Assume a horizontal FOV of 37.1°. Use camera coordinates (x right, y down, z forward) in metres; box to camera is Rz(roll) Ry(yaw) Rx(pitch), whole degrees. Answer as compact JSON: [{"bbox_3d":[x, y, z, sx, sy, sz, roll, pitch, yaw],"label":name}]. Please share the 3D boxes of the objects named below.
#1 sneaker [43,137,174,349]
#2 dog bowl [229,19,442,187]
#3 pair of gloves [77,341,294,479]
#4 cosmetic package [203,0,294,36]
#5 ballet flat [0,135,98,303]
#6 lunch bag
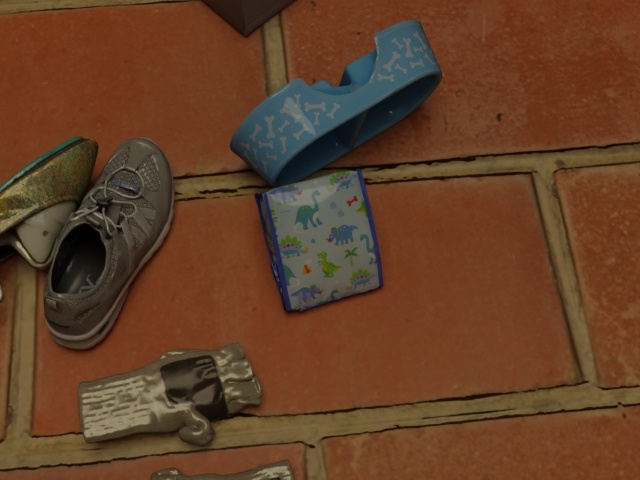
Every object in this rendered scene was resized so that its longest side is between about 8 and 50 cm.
[{"bbox_3d":[-0.249,-0.013,1.141,0.105,0.115,0.281,12,63,5],"label":"sneaker"},{"bbox_3d":[0.028,-0.166,1.208,0.297,0.166,0.074,-31,79,-16],"label":"dog bowl"},{"bbox_3d":[-0.146,0.235,1.057,0.204,0.042,0.240,-18,66,-14],"label":"pair of gloves"},{"bbox_3d":[-0.143,-0.418,1.365,0.127,0.107,0.238,-39,72,-19],"label":"cosmetic package"},{"bbox_3d":[-0.387,0.011,1.131,0.348,0.123,0.123,-36,69,-20],"label":"ballet flat"},{"bbox_3d":[0.000,0.000,1.154,0.128,0.096,0.151,-15,93,-9],"label":"lunch bag"}]
